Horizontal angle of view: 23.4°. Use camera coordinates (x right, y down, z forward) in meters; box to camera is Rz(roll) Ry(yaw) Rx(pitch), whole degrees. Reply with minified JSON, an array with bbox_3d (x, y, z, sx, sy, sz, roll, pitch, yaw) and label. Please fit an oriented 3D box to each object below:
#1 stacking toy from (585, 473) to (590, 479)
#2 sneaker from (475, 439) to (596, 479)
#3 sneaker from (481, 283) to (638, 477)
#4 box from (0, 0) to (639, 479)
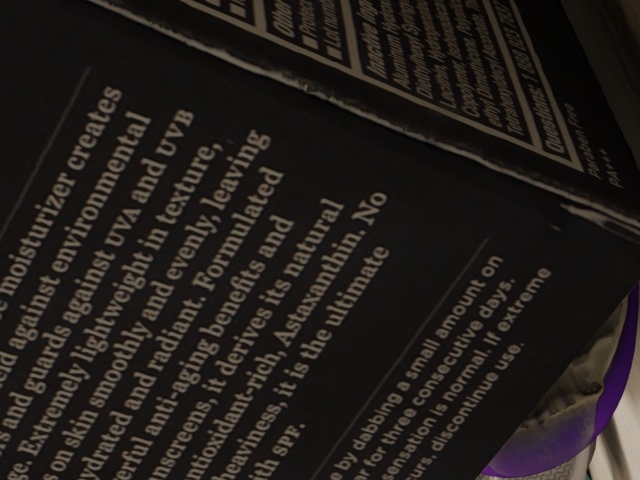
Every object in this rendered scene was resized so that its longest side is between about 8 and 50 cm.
[{"bbox_3d":[0.147,0.176,0.923,0.167,0.052,0.221,-112,6,-61],"label":"stacking toy"},{"bbox_3d":[0.082,0.007,0.833,0.115,0.105,0.281,7,-126,-53],"label":"sneaker"},{"bbox_3d":[0.075,0.017,0.638,0.293,0.102,0.146,-102,-12,-58],"label":"sneaker"},{"bbox_3d":[-0.096,-0.073,0.481,0.183,0.294,0.296,-56,24,28],"label":"box"}]
